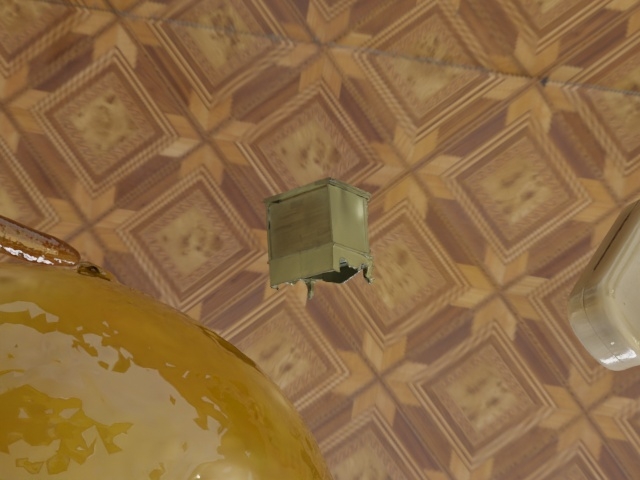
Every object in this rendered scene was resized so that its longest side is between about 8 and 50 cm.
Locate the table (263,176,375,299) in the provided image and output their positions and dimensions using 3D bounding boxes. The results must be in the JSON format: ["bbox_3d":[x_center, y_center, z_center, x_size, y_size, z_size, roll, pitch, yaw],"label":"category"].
[{"bbox_3d":[0.000,0.000,0.862,0.079,0.062,0.083,-17,67,35],"label":"table"}]

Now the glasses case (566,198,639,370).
[{"bbox_3d":[0.275,0.031,0.848,0.083,0.050,0.196,51,47,-8],"label":"glasses case"}]

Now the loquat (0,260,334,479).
[{"bbox_3d":[-0.143,0.156,0.456,0.328,0.359,0.328,3,116,5],"label":"loquat"}]

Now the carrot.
[{"bbox_3d":[-0.326,-0.020,0.870,0.247,0.043,0.043,21,92,-28],"label":"carrot"}]
